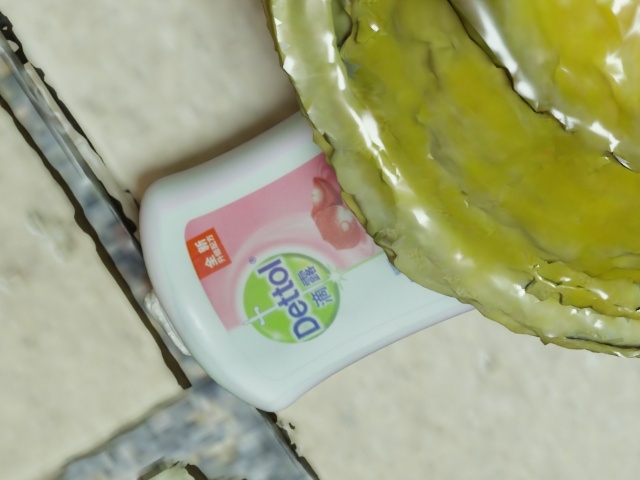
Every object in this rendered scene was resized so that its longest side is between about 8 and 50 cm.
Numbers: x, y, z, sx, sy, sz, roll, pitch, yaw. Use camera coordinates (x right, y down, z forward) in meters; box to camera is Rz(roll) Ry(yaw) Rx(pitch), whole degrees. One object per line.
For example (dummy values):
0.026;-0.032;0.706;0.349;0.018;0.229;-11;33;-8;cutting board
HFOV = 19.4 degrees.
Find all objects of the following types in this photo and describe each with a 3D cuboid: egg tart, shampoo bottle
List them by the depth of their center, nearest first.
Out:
0.079;-0.064;0.434;0.191;0.074;0.191;0;90;-13;egg tart
0.000;0.000;0.490;0.099;0.043;0.072;-28;101;9;shampoo bottle
